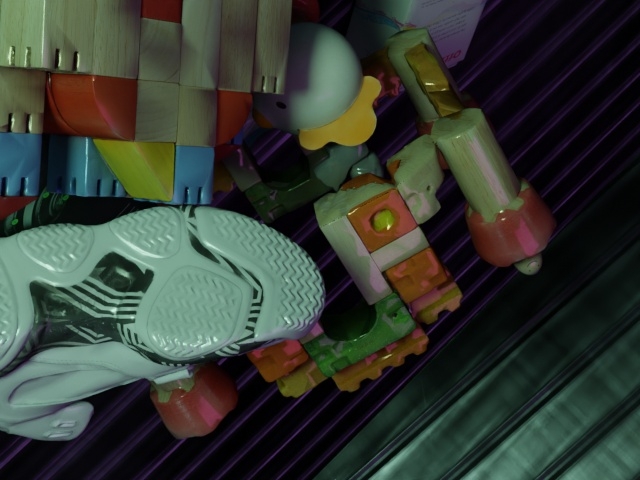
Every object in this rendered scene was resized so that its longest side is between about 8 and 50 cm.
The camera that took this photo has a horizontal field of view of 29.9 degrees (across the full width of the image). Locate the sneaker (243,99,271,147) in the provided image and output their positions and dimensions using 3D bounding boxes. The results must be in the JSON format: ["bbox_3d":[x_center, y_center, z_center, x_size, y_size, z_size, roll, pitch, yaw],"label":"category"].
[{"bbox_3d":[-0.090,-0.153,1.372,0.190,0.071,0.083,-47,151,1],"label":"sneaker"}]

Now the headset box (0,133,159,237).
[{"bbox_3d":[-0.322,-0.022,1.117,0.246,0.131,0.283,-46,156,1],"label":"headset box"}]

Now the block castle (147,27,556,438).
[{"bbox_3d":[0.000,0.000,1.281,0.453,0.303,0.213,-29,122,6],"label":"block castle"}]

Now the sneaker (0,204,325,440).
[{"bbox_3d":[-0.184,0.078,1.061,0.366,0.137,0.210,-4,154,-8],"label":"sneaker"}]

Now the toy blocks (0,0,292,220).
[{"bbox_3d":[-0.151,-0.144,0.983,0.381,0.191,0.261,-4,99,-54],"label":"toy blocks"}]

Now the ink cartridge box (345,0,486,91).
[{"bbox_3d":[0.126,-0.299,1.461,0.154,0.093,0.212,-28,149,-34],"label":"ink cartridge box"}]

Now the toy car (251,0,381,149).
[{"bbox_3d":[-0.051,-0.164,1.204,0.210,0.238,0.219,-42,156,-9],"label":"toy car"}]
